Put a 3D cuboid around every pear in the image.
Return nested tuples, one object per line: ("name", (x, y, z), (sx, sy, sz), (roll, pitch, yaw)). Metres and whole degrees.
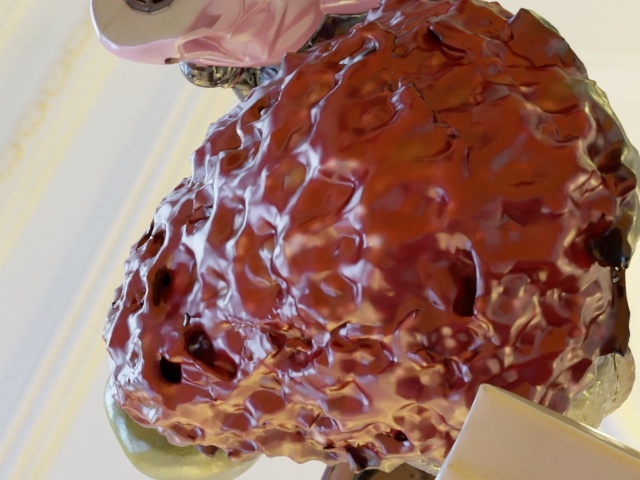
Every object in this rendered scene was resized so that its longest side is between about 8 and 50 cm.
("pear", (-0.093, 0.131, 1.330), (0.141, 0.104, 0.141), (2, -133, -2))

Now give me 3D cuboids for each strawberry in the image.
("strawberry", (0.000, 0.000, 0.667), (0.236, 0.111, 0.190), (-27, -114, 18))

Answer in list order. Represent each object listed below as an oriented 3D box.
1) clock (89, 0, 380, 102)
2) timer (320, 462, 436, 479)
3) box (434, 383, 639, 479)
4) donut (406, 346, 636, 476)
("clock", (0.000, -0.147, 0.929), (0.194, 0.195, 0.100), (-44, -121, 16))
("timer", (0.109, 0.206, 1.262), (0.191, 0.069, 0.208), (-31, -121, -10))
("box", (0.151, 0.165, 0.584), (0.203, 0.274, 0.116), (26, -96, 28))
("donut", (0.082, 0.064, 0.963), (0.166, 0.184, 0.073), (3, -136, 24))
